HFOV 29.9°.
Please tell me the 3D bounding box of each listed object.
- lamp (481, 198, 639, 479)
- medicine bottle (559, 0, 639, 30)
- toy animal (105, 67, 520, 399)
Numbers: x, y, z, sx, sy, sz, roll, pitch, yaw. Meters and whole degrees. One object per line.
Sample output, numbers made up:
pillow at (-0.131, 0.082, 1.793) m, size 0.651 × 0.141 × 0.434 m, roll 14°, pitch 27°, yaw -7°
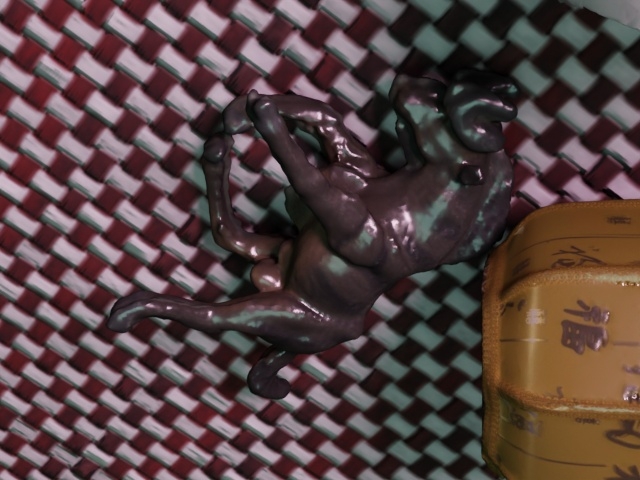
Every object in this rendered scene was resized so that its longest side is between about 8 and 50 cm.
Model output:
lamp at (0.171, 0.058, 0.571) m, size 0.185 × 0.161 × 0.161 m, roll 0°, pitch 122°, yaw 13°
medicine bottle at (0.168, -0.237, 0.357) m, size 0.190 × 0.190 × 0.332 m, roll 2°, pitch 123°, yaw 9°
toy animal at (0.000, 0.000, 0.605) m, size 0.148 × 0.084 × 0.232 m, roll 30°, pitch 119°, yaw -11°
